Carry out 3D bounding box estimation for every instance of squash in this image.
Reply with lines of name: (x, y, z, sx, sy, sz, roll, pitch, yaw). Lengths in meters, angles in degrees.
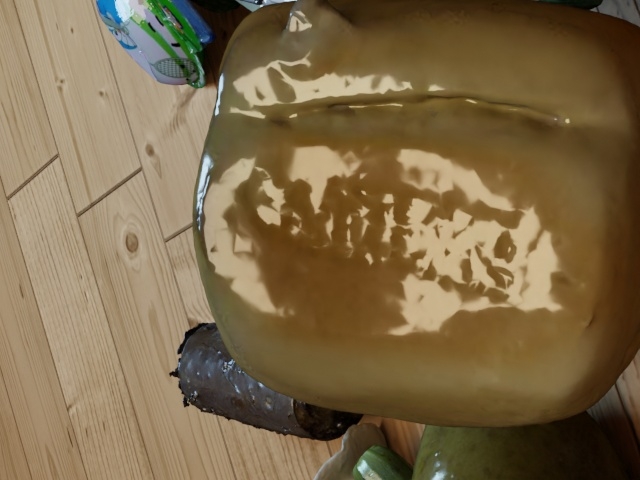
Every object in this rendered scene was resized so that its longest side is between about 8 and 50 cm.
squash: (0.122, 0.312, 1.407, 0.229, 0.066, 0.066, 46, 136, 18)

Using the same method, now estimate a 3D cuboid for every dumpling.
dumpling: (0.034, 0.326, 1.495, 0.124, 0.151, 0.229, -1, 100, 27)

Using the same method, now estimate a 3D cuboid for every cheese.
cheese: (-0.199, -0.268, 1.612, 0.204, 0.083, 0.320, 51, 168, -15)

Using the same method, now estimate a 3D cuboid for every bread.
bread: (0.107, -0.022, 1.097, 0.376, 0.253, 0.348, 2, 93, 20)

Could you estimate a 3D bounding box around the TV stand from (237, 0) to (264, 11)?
TV stand: (-0.035, -0.383, 1.417, 0.088, 0.083, 0.269, 42, 133, 42)

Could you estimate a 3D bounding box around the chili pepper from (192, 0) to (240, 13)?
chili pepper: (-0.132, -0.384, 1.519, 0.148, 0.116, 0.264, 51, 138, 26)

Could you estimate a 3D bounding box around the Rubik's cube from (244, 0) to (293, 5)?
Rubik's cube: (0.024, -0.326, 1.245, 0.205, 0.205, 0.207, 26, 122, 48)

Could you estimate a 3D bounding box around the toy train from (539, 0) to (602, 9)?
toy train: (0.157, -0.370, 1.052, 0.237, 0.150, 0.369, 8, 105, 33)

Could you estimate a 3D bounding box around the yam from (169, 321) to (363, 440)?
yam: (-0.063, 0.169, 1.597, 0.280, 0.131, 0.131, 5, 105, 52)

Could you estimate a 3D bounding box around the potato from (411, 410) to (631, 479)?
potato: (0.196, 0.306, 1.188, 0.219, 0.270, 0.359, -24, 57, 51)
